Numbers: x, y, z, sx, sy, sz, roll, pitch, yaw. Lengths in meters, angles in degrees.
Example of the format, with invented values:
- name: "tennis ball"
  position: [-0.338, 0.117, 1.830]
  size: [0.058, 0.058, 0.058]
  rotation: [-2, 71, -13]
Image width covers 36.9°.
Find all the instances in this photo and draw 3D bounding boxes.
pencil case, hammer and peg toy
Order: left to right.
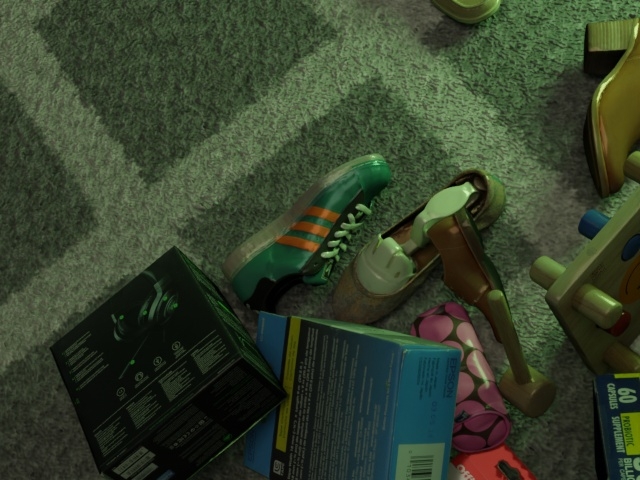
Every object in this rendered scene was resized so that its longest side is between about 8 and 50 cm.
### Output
- name: "pencil case"
  position: [0.183, 0.183, 1.303]
  size: [0.098, 0.095, 0.209]
  rotation: [-25, 40, 10]
- name: "hammer and peg toy"
  position: [0.373, 0.075, 1.238]
  size: [0.361, 0.266, 0.127]
  rotation: [-47, 50, -4]

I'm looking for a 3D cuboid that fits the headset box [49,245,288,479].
- name: "headset box"
  position: [-0.227, 0.181, 1.373]
  size: [0.246, 0.131, 0.283]
  rotation: [-40, 46, 0]

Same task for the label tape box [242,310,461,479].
- name: "label tape box"
  position: [0.033, 0.233, 1.301]
  size: [0.334, 0.106, 0.240]
  rotation: [8, 91, 56]

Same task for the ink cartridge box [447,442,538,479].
- name: "ink cartridge box"
  position: [0.188, 0.379, 1.287]
  size: [0.231, 0.078, 0.134]
  rotation: [-41, 69, -1]

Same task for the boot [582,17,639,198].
- name: "boot"
  position: [0.495, -0.194, 1.385]
  size: [0.220, 0.109, 0.283]
  rotation: [2, 67, 10]

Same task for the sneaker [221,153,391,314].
- name: "sneaker"
  position: [0.000, 0.000, 1.436]
  size: [0.302, 0.108, 0.121]
  rotation: [-40, 70, 8]

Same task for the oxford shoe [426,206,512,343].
- name: "oxford shoe"
  position: [0.215, 0.060, 1.352]
  size: [0.076, 0.076, 0.212]
  rotation: [-25, 100, 14]

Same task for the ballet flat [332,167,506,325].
- name: "ballet flat"
  position: [0.133, 0.001, 1.398]
  size: [0.316, 0.106, 0.107]
  rotation: [-42, 68, -1]

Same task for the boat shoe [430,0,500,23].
- name: "boat shoe"
  position: [0.189, -0.480, 1.533]
  size: [0.109, 0.098, 0.302]
  rotation: [-26, 70, 5]

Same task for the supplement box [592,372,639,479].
- name: "supplement box"
  position: [0.517, 0.285, 1.140]
  size: [0.357, 0.195, 0.194]
  rotation: [-5, 38, 12]
